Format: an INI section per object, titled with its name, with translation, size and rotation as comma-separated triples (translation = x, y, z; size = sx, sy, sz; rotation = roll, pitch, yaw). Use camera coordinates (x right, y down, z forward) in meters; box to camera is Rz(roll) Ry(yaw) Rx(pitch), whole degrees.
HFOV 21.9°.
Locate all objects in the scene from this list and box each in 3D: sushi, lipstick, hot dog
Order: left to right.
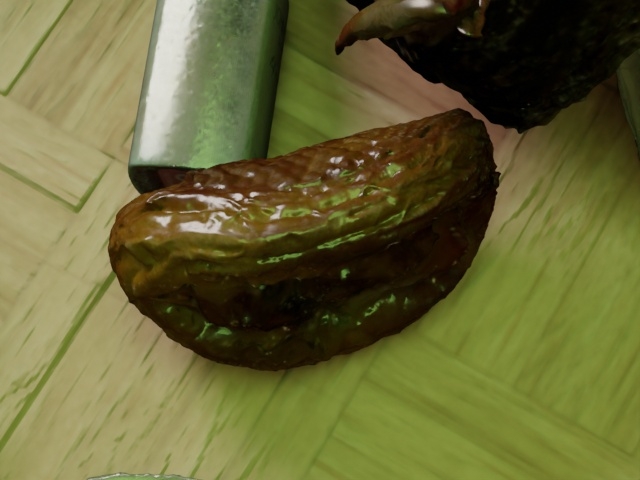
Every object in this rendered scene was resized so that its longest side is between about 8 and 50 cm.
[lipstick]
translation = -0.057, -0.147, 1.002
size = 0.077, 0.079, 0.253
rotation = 6, 74, 7
[hot dog]
translation = -0.001, -0.001, 0.923
size = 0.227, 0.160, 0.099
rotation = -21, 63, -6
[sushi]
translation = 0.076, -0.202, 0.916
size = 0.182, 0.196, 0.343
rotation = 23, 33, -32

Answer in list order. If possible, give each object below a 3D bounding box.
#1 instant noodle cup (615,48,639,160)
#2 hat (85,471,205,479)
[instant noodle cup]
translation = 0.284, -0.112, 0.960
size = 0.212, 0.193, 0.193
rotation = -15, 74, 3
[hat]
translation = -0.092, 0.255, 0.862
size = 0.252, 0.110, 0.252
rotation = -2, 59, 3
